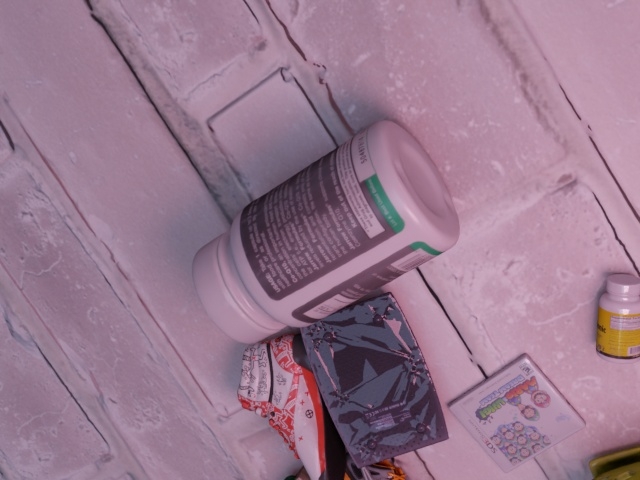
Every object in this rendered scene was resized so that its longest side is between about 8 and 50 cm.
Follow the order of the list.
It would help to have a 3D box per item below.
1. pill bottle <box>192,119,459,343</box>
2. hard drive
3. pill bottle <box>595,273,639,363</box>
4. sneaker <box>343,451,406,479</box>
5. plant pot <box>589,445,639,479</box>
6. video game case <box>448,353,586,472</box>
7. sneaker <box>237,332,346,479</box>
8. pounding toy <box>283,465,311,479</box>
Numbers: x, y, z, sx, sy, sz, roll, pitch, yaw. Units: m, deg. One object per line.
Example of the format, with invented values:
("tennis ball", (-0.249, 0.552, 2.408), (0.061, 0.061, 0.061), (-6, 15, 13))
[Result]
("pill bottle", (0.000, 0.000, 1.191), (0.361, 0.204, 0.204), (-30, 96, 24))
("hard drive", (0.086, 0.217, 1.296), (0.172, 0.054, 0.254), (-21, 98, 9))
("pill bottle", (0.426, 0.110, 1.161), (0.065, 0.065, 0.116), (4, 107, 17))
("sneaker", (0.109, 0.408, 1.320), (0.215, 0.084, 0.083), (45, 107, 35))
("plant pot", (0.504, 0.403, 1.147), (0.227, 0.207, 0.228), (-24, 94, 23))
("video game case", (0.305, 0.272, 1.279), (0.157, 0.019, 0.143), (-40, 92, 25))
("sneaker", (-0.051, 0.290, 1.349), (0.145, 0.090, 0.270), (-12, 88, 22))
("pounding toy", (-0.032, 0.460, 1.407), (0.141, 0.100, 0.130), (36, 114, 4))
